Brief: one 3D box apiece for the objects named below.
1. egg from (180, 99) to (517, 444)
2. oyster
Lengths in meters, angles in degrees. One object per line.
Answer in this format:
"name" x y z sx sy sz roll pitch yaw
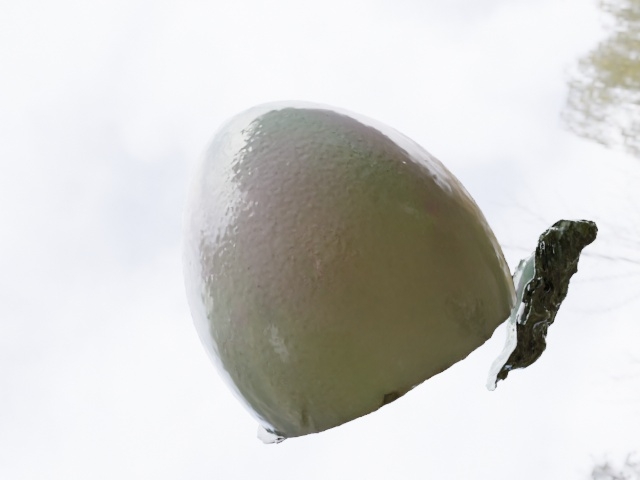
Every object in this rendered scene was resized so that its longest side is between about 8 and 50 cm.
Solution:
"egg" 0.000 0.000 1.501 0.354 0.354 0.340 -33 -81 -26
"oyster" 0.279 0.083 1.774 0.252 0.087 0.199 -43 -26 -61
